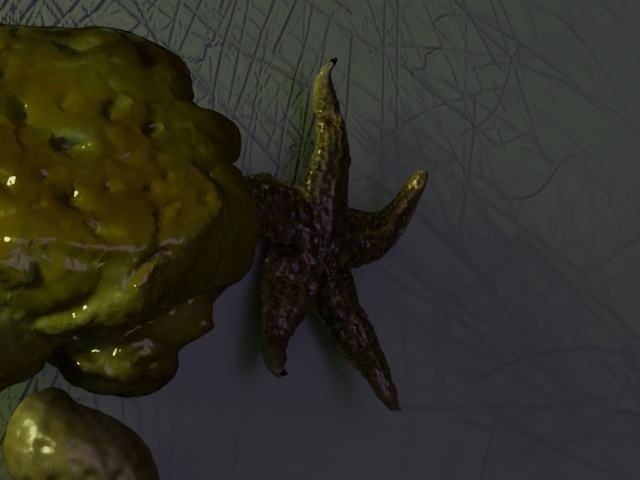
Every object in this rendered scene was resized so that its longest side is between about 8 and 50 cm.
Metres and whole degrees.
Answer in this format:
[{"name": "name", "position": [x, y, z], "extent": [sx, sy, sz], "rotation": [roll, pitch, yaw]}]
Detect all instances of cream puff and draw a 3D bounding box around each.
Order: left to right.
[{"name": "cream puff", "position": [-0.159, -0.020, 0.841], "extent": [0.244, 0.244, 0.196], "rotation": [-16, 126, -47]}]

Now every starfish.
[{"name": "starfish", "position": [0.000, 0.000, 1.106], "extent": [0.235, 0.062, 0.277], "rotation": [-9, 92, -46]}]

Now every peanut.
[{"name": "peanut", "position": [-0.136, 0.176, 0.923], "extent": [0.089, 0.089, 0.193], "rotation": [-43, 110, -41]}]
